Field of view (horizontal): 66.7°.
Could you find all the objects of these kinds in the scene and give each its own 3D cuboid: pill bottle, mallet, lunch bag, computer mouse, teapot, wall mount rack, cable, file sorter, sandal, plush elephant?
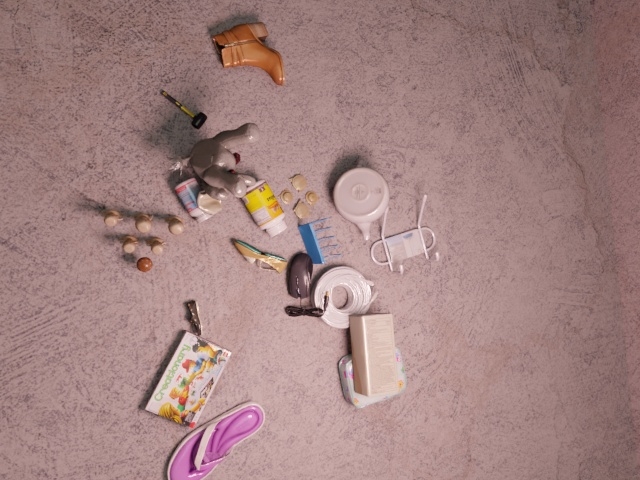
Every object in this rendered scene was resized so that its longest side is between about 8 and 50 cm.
[{"bbox_3d":[-0.218,-0.125,1.906,0.117,0.117,0.215,-33,100,-20],"label":"pill bottle"},{"bbox_3d":[-0.516,-0.510,1.851,0.189,0.039,0.062,44,74,-11],"label":"mallet"},{"bbox_3d":[0.223,0.561,2.057,0.279,0.108,0.224,-13,87,-24],"label":"lunch bag"},{"bbox_3d":[-0.051,0.181,1.935,0.184,0.060,0.262,5,84,22],"label":"computer mouse"},{"bbox_3d":[0.178,-0.181,2.041,0.252,0.187,0.256,42,91,17],"label":"teapot"},{"bbox_3d":[0.384,-0.026,2.139,0.350,0.130,0.304,-17,94,-23],"label":"wall mount rack"},{"bbox_3d":[0.085,0.235,2.029,0.257,0.089,0.257,38,75,-15],"label":"cable"},{"bbox_3d":[0.000,0.000,1.991,0.104,0.118,0.170,-22,96,-25],"label":"file sorter"},{"bbox_3d":[-0.386,0.752,1.802,0.416,0.102,0.169,-38,101,-19],"label":"sandal"},{"bbox_3d":[-0.353,-0.241,1.760,0.330,0.255,0.272,-1,72,14],"label":"plush elephant"},{"bbox_3d":[-0.471,-0.148,1.821,0.087,0.087,0.160,-32,99,-20],"label":"pill bottle"}]

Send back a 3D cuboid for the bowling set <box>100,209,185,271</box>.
[{"bbox_3d":[-0.641,-0.002,1.735,0.287,0.154,0.200,10,102,-23],"label":"bowling set"}]

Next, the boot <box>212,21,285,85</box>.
[{"bbox_3d":[-0.277,-0.717,1.914,0.220,0.109,0.283,-26,95,-22],"label":"boot"}]

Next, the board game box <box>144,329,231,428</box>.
[{"bbox_3d":[-0.486,0.512,1.800,0.193,0.053,0.305,30,77,-18],"label":"board game box"}]

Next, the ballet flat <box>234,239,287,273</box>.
[{"bbox_3d":[-0.241,0.071,1.912,0.232,0.080,0.073,23,94,-18],"label":"ballet flat"}]

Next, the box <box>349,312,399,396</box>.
[{"bbox_3d":[0.212,0.449,1.941,0.148,0.121,0.311,0,83,-23],"label":"box"}]

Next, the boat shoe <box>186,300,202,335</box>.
[{"bbox_3d":[-0.470,0.293,1.821,0.042,0.049,0.133,-12,86,-24],"label":"boat shoe"}]

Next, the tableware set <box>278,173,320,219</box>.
[{"bbox_3d":[-0.084,-0.181,2.017,0.169,0.020,0.141,47,70,-12],"label":"tableware set"}]
